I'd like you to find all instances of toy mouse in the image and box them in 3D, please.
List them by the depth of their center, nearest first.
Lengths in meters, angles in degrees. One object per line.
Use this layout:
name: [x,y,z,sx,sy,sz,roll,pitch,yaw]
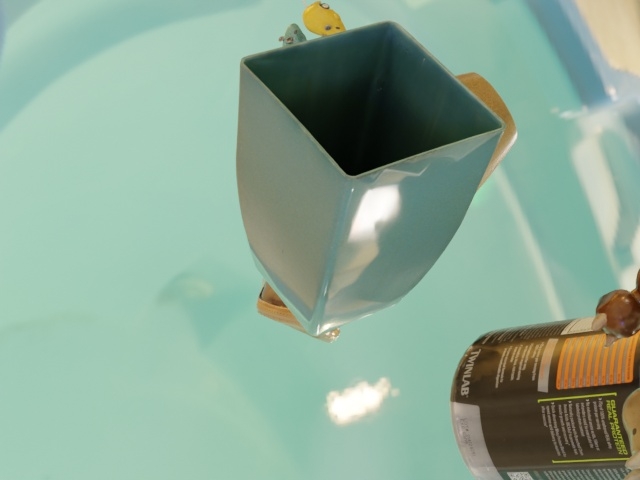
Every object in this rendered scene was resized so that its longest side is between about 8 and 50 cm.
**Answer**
toy mouse: [-0.009,-0.228,1.533,0.031,0.143,0.161,-27,65,-40]

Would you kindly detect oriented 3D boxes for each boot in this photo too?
boot: [0.000,0.000,1.392,0.090,0.248,0.206,25,91,-17]

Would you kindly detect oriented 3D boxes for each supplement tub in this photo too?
supplement tub: [0.312,0.173,1.278,0.194,0.316,0.193,13,72,-45]

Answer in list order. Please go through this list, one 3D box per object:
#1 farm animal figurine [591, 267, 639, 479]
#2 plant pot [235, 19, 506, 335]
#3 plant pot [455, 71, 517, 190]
farm animal figurine: [0.321,0.169,0.912,0.172,0.327,0.330,-36,125,-18]
plant pot: [0.026,-0.041,1.079,0.166,0.234,0.165,-20,52,-29]
plant pot: [0.142,-0.121,1.708,0.237,0.254,0.237,56,-5,8]
